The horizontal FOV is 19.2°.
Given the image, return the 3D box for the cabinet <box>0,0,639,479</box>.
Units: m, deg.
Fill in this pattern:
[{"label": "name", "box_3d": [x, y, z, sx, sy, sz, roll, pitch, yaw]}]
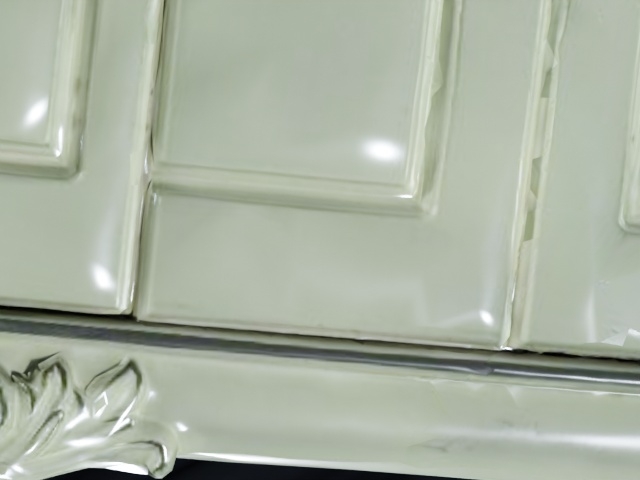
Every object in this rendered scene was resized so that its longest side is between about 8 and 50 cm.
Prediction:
[{"label": "cabinet", "box_3d": [0.031, -0.091, 0.469, 0.227, 0.318, 0.290, -144, 61, -79]}]
